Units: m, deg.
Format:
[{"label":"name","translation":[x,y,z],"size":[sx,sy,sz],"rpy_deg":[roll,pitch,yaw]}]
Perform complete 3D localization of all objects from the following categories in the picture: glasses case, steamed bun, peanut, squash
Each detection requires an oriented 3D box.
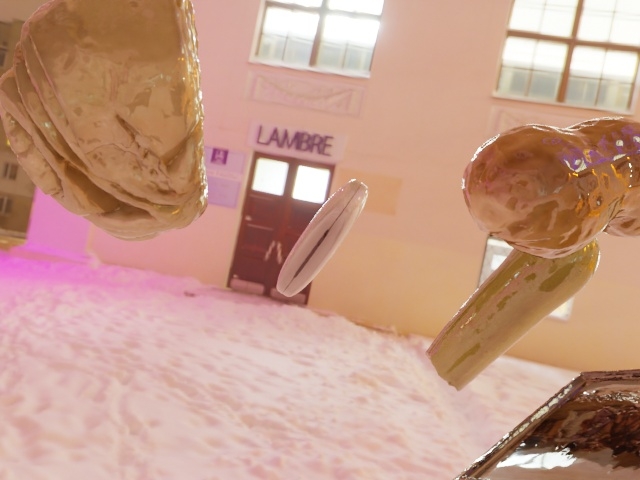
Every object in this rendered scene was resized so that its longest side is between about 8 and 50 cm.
[{"label":"glasses case","translation":[0.000,0.000,0.828],"size":[0.049,0.197,0.076],"rpy_deg":[36,35,-1]},{"label":"steamed bun","translation":[-0.234,-0.143,0.713],"size":[0.203,0.276,0.289],"rpy_deg":[-5,-16,-10]},{"label":"peanut","translation":[0.208,-0.043,0.499],"size":[0.229,0.098,0.103],"rpy_deg":[-8,-21,-28]},{"label":"squash","translation":[0.204,0.076,0.697],"size":[0.083,0.250,0.083],"rpy_deg":[26,30,-17]}]

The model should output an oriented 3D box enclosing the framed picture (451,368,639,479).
[{"label":"framed picture","translation":[0.241,0.129,0.430],"size":[0.217,0.017,0.274],"rpy_deg":[-22,0,-39]}]
